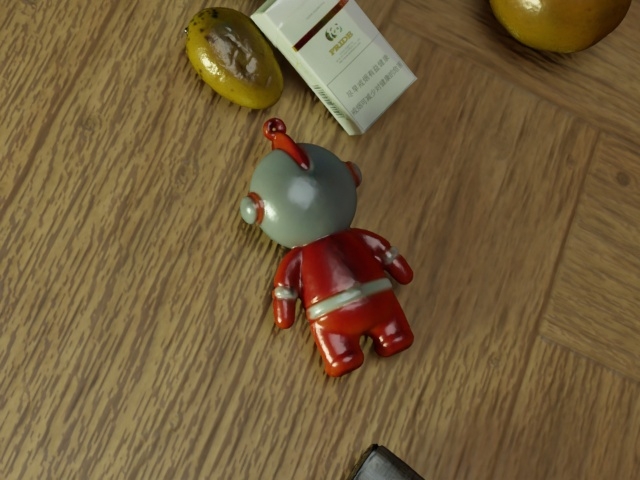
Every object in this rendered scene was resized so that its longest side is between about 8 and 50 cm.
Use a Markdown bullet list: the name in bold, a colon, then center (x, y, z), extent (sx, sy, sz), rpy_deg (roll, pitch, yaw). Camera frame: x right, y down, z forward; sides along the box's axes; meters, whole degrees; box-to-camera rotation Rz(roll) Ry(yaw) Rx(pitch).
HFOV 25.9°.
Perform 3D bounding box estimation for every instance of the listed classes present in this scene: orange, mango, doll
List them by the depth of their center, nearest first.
- **doll**: center (0.000, 0.000, 1.271), extent (0.142, 0.076, 0.245), rpy_deg (-21, 80, -25)
- **mango**: center (-0.081, -0.173, 1.328), extent (0.114, 0.057, 0.079), rpy_deg (47, 58, -5)
- **orange**: center (0.246, -0.266, 1.431), extent (0.155, 0.134, 0.154), rpy_deg (0, 70, 0)

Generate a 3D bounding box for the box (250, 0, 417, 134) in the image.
- **box**: center (0.014, -0.185, 1.335), extent (0.084, 0.040, 0.154), rpy_deg (-46, 108, -14)

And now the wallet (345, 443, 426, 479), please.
- **wallet**: center (0.105, 0.289, 1.203), extent (0.230, 0.042, 0.124), rpy_deg (38, 61, -5)
